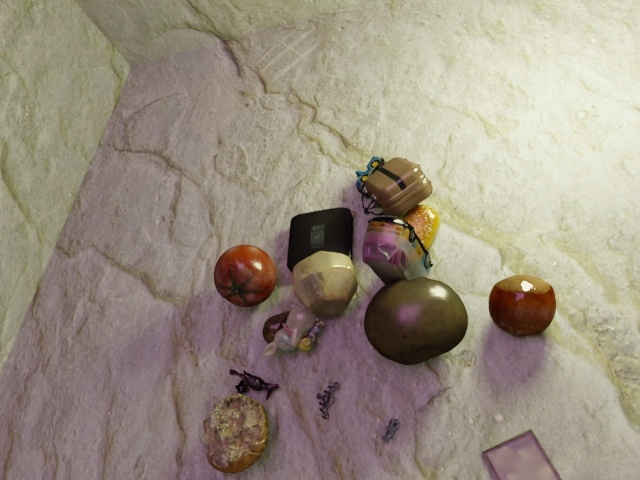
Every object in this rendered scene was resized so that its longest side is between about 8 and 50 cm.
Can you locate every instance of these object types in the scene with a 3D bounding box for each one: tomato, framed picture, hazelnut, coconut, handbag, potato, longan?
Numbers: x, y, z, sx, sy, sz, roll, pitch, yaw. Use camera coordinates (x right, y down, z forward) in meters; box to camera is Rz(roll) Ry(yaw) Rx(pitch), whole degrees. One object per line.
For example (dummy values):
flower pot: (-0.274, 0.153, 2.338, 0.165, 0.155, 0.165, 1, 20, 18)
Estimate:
tomato: (-0.313, 0.142, 2.041, 0.265, 0.265, 0.265, -11, 57, 18)
framed picture: (0.610, 0.699, 1.426, 0.173, 0.010, 0.231, -28, 53, 7)
hazelnut: (0.662, 0.217, 1.600, 0.214, 0.176, 0.214, -2, 87, 35)
coconut: (0.015, 0.155, 1.895, 0.259, 0.259, 0.259, -11, 57, 18)
handbag: (0.286, -0.203, 1.976, 0.283, 0.149, 0.302, -39, 21, 5)
potato: (-0.183, 0.334, 1.962, 0.101, 0.089, 0.172, 19, 71, 35)
longan: (0.321, 0.272, 1.652, 0.350, 0.288, 0.288, -16, 55, 18)

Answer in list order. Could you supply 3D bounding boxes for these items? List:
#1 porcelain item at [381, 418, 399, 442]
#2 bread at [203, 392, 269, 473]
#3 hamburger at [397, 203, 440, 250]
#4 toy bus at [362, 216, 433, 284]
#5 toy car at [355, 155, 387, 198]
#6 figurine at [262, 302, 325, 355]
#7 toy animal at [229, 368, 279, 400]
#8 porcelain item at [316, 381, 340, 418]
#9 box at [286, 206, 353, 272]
porcelain item: (0.236, 0.636, 1.626, 0.036, 0.028, 0.083, 31, 74, 18)
bread: (-0.294, 0.701, 1.753, 0.274, 0.149, 0.274, -16, 54, 23)
hamburger: (0.378, -0.043, 1.922, 0.173, 0.116, 0.210, 19, 72, 30)
toy bus: (0.275, 0.067, 1.737, 0.171, 0.386, 0.162, 6, 68, 28)
toy car: (0.218, -0.287, 2.156, 0.100, 0.097, 0.191, 23, 71, 39)
figurine: (-0.106, 0.379, 1.880, 0.155, 0.127, 0.235, 35, 82, -1)
toy animal: (-0.256, 0.555, 1.875, 0.202, 0.070, 0.105, 5, 106, 18)
porcelain item: (0.016, 0.575, 1.767, 0.075, 0.021, 0.136, 8, 64, 33)
box: (0.000, 0.000, 2.095, 0.290, 0.073, 0.289, -9, 58, 19)
